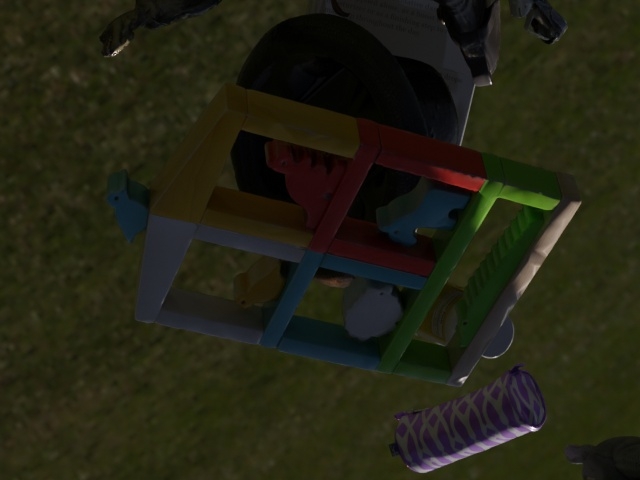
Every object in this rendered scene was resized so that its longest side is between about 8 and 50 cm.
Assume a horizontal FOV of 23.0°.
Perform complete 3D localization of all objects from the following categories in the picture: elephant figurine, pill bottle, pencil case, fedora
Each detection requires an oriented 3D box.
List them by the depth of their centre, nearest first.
[{"bbox_3d":[0.140,0.080,1.570,0.065,0.116,0.065,-7,105,-27],"label":"pill bottle"},{"bbox_3d":[0.045,-0.109,1.767,0.153,0.334,0.334,-17,152,-37],"label":"fedora"},{"bbox_3d":[0.459,0.319,1.961,0.239,0.186,0.169,3,154,-22],"label":"elephant figurine"},{"bbox_3d":[0.191,0.233,2.034,0.206,0.088,0.086,-25,163,32],"label":"pencil case"}]

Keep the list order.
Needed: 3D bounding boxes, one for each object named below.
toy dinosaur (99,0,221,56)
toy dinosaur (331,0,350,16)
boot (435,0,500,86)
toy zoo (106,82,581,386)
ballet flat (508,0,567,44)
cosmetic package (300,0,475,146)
[{"bbox_3d":[-0.136,-0.279,1.750,0.268,0.064,0.118,-26,171,-40],"label":"toy dinosaur"},{"bbox_3d":[0.002,-0.304,1.780,0.047,0.090,0.082,-16,-148,27],"label":"toy dinosaur"},{"bbox_3d":[0.141,-0.321,1.692,0.091,0.262,0.229,-5,161,19],"label":"boot"},{"bbox_3d":[0.000,0.000,1.049,0.293,0.030,0.192,14,129,-18],"label":"toy zoo"},{"bbox_3d":[0.220,-0.241,1.642,0.041,0.041,0.114,-42,131,9],"label":"ballet flat"},{"bbox_3d":[0.104,-0.335,1.998,0.161,0.230,0.453,178,-74,-84],"label":"cosmetic package"}]
